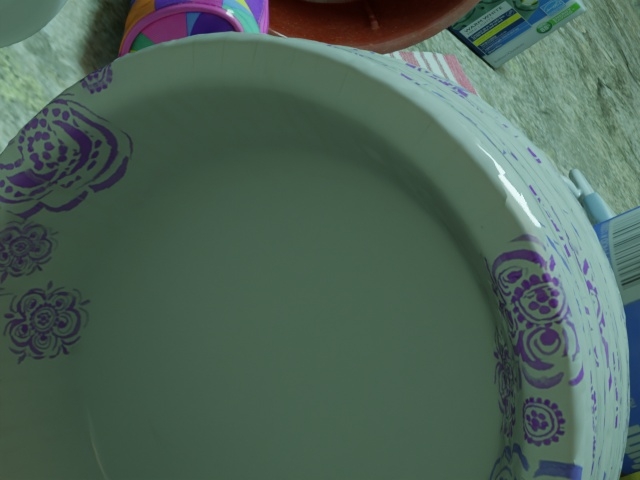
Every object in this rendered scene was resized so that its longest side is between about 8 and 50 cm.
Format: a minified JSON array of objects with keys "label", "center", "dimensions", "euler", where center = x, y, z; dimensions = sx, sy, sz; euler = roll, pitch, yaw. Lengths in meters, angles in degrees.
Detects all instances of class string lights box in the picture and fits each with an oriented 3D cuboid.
[{"label":"string lights box","center":[0.178,-0.312,1.752],"dimensions":[0.259,0.133,0.077],"euler":[30,35,-47]}]

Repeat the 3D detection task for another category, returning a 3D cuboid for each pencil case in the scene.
[{"label":"pencil case","center":[-0.078,-0.174,1.064],"dimensions":[0.104,0.104,0.236],"euler":[46,27,-26]}]

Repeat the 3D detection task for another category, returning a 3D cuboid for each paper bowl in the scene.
[{"label":"paper bowl","center":[-0.012,0.059,0.649],"dimensions":[0.284,0.284,0.148],"euler":[61,21,9]}]

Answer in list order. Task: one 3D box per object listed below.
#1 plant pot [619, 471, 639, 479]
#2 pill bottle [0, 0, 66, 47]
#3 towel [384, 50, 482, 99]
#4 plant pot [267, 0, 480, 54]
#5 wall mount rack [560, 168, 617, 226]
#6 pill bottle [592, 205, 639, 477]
[{"label":"plant pot","center":[0.235,0.179,1.094],"dimensions":[0.254,0.254,0.239],"euler":[42,43,-34]},{"label":"pill bottle","center":[-0.177,-0.206,0.878],"dimensions":[0.124,0.124,0.221],"euler":[49,23,-20]},{"label":"towel","center":[0.074,-0.101,1.314],"dimensions":[0.197,0.029,0.144],"euler":[-3,55,-39]},{"label":"plant pot","center":[0.009,-0.339,1.297],"dimensions":[0.272,0.272,0.265],"euler":[40,20,-36]},{"label":"wall mount rack","center":[0.217,0.037,1.344],"dimensions":[0.304,0.130,0.350],"euler":[48,13,-29]},{"label":"pill bottle","center":[0.150,0.080,0.958],"dimensions":[0.152,0.272,0.152],"euler":[48,28,-36]}]
